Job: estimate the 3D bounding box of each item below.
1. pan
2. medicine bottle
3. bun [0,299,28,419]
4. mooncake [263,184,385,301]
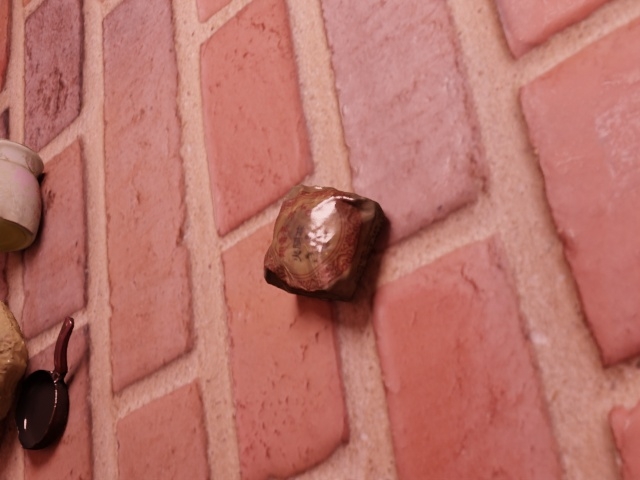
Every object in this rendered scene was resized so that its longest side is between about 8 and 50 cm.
[{"bbox_3d":[-0.376,0.198,1.461,0.115,0.040,0.212,44,115,45],"label":"pan"},{"bbox_3d":[-0.509,-0.070,1.620,0.147,0.147,0.143,-23,56,38],"label":"medicine bottle"},{"bbox_3d":[-0.519,0.190,1.529,0.259,0.152,0.259,-27,52,41],"label":"bun"},{"bbox_3d":[0.000,0.000,1.131,0.130,0.073,0.125,7,79,45],"label":"mooncake"}]
